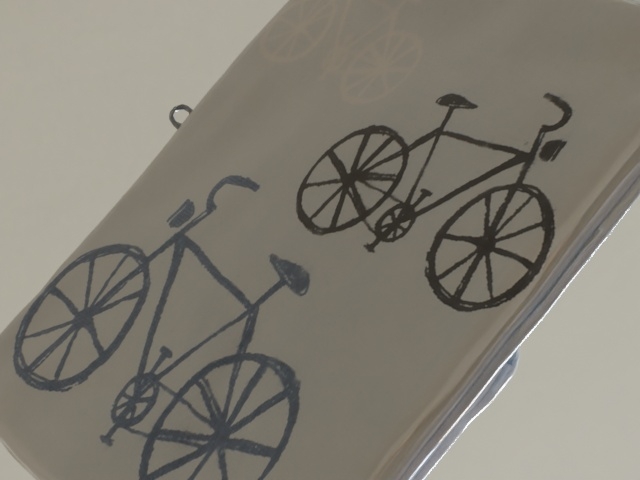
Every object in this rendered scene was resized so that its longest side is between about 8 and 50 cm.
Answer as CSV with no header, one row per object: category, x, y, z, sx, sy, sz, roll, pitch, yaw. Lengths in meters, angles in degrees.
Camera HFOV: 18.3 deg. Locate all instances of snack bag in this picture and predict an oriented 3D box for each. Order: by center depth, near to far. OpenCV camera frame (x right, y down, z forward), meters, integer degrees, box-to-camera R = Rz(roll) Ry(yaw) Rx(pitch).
snack bag,0.000,0.000,0.901,0.342,0.323,0.037,-51,-56,-7
